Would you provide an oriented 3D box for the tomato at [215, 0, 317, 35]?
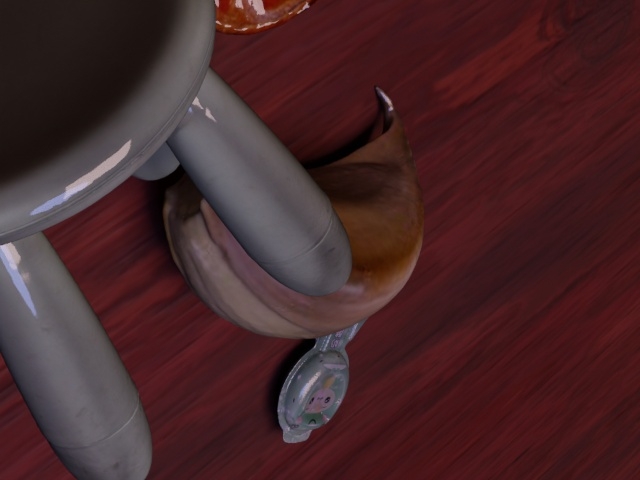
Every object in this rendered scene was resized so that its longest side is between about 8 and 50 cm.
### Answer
[{"bbox_3d":[-0.049,-0.186,0.672,0.155,0.069,0.156,-7,103,-33],"label":"tomato"}]

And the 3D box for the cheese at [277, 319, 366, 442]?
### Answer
[{"bbox_3d":[0.001,0.091,0.945,0.067,0.026,0.121,7,109,-49],"label":"cheese"}]

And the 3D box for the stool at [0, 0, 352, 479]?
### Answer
[{"bbox_3d":[-0.118,-0.027,0.620,0.195,0.195,0.199,-44,145,-16],"label":"stool"}]

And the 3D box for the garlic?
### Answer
[{"bbox_3d":[-0.007,0.002,0.826,0.206,0.128,0.115,-24,158,-49],"label":"garlic"}]
